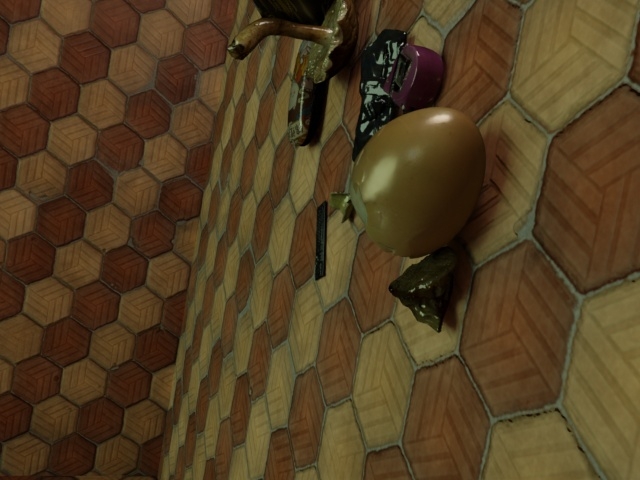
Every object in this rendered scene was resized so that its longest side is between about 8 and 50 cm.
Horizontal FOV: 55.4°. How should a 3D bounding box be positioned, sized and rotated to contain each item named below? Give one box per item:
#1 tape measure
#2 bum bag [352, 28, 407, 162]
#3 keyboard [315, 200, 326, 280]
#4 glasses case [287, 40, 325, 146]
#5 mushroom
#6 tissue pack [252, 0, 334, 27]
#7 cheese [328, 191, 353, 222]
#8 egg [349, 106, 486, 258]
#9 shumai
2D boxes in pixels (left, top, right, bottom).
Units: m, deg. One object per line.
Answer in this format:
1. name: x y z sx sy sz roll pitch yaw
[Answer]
1. tape measure: 0.172 -0.301 1.142 0.118 0.074 0.125 -114 36 -53
2. bum bag: 0.118 -0.286 1.280 0.137 0.074 0.310 4 87 59
3. keyboard: 0.000 0.000 1.551 0.063 0.010 0.198 143 132 -63
4. glasses case: -0.037 -0.423 1.706 0.122 0.082 0.321 -178 96 -66
5. mushroom: -0.033 -0.508 1.475 0.207 0.301 0.233 25 108 40
6. tissue pack: -0.078 -0.701 1.551 0.370 0.209 0.198 18 -94 -80
7. cheese: 0.052 -0.084 1.411 0.084 0.041 0.060 45 132 46
8. egg: 0.153 -0.094 0.950 0.244 0.201 0.201 -54 33 29
9. shumai: 0.178 0.073 0.998 0.123 0.105 0.139 -41 28 -15
